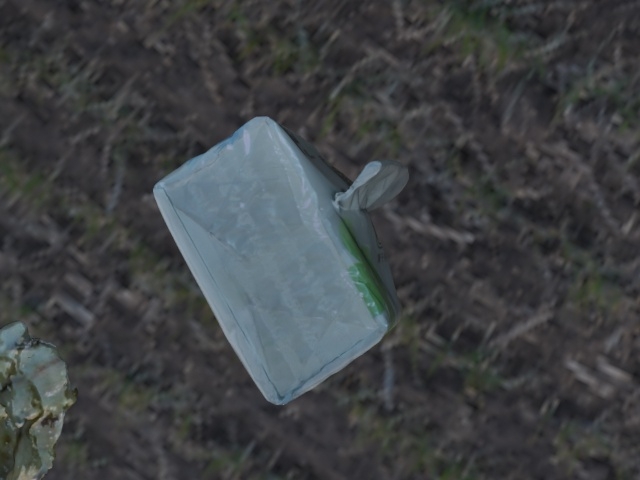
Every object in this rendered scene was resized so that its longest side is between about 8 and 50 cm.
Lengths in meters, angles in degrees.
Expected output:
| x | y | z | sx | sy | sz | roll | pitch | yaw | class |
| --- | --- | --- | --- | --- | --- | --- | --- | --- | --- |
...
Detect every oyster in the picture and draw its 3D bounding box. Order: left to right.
| x | y | z | sx | sy | sz | roll | pitch | yaw | class |
| --- | --- | --- | --- | --- | --- | --- | --- | --- | --- |
| -0.184 | 0.073 | 0.751 | 0.165 | 0.053 | 0.108 | 20 | 114 | -24 | oyster |

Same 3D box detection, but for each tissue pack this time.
| x | y | z | sx | sy | sz | roll | pitch | yaw | class |
| --- | --- | --- | --- | --- | --- | --- | --- | --- | --- |
| 0.000 | 0.000 | 1.228 | 0.145 | 0.229 | 0.159 | -30 | 87 | 4 | tissue pack |
